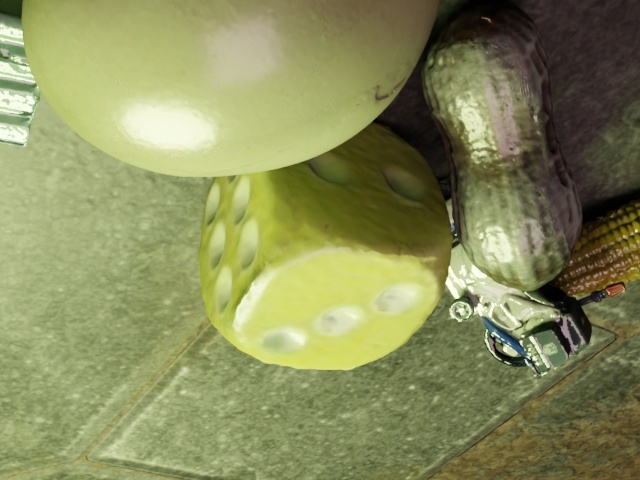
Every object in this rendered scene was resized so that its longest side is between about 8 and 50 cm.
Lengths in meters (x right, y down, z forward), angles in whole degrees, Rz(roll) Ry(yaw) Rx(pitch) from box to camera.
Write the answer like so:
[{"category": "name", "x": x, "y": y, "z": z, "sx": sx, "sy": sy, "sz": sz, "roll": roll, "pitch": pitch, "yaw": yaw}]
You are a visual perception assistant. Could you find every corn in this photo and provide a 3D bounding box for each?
[{"category": "corn", "x": 0.339, "y": -0.010, "z": 0.963, "sx": 0.288, "sy": 0.087, "sz": 0.086, "roll": -22, "pitch": 138, "yaw": 15}]

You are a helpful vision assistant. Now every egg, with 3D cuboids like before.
[{"category": "egg", "x": -0.055, "y": -0.150, "z": 0.599, "sx": 0.269, "sy": 0.219, "sz": 0.219, "roll": -23, "pitch": 138, "yaw": 9}]

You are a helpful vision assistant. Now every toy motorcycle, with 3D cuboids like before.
[{"category": "toy motorcycle", "x": 0.191, "y": 0.024, "z": 0.907, "sx": 0.150, "sy": 0.102, "sz": 0.221, "roll": -27, "pitch": 101, "yaw": 27}]

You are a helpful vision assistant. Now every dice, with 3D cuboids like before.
[{"category": "dice", "x": 0.000, "y": 0.000, "z": 0.817, "sx": 0.169, "sy": 0.169, "sz": 0.166, "roll": 10, "pitch": 133, "yaw": -24}]

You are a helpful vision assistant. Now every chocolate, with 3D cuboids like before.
[{"category": "chocolate", "x": 0.149, "y": -0.072, "z": 0.772, "sx": 0.110, "sy": 0.110, "sz": 0.248, "roll": -17, "pitch": 105, "yaw": 5}]

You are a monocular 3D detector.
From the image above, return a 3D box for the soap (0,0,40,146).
[{"category": "soap", "x": -0.297, "y": -0.140, "z": 0.664, "sx": 0.198, "sy": 0.063, "sz": 0.115, "roll": 10, "pitch": 132, "yaw": -24}]
